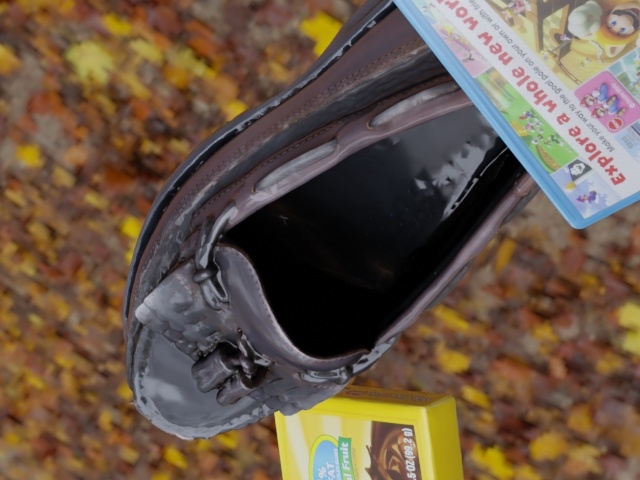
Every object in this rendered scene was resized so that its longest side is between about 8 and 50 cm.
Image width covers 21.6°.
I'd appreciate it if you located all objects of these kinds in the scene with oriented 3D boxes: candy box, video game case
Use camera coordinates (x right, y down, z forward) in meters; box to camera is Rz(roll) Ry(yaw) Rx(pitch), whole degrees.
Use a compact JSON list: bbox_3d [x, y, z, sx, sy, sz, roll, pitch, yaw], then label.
[{"bbox_3d":[0.031,0.172,0.812,0.105,0.027,0.206,1,102,47],"label":"candy box"},{"bbox_3d":[0.116,-0.079,0.474,0.166,0.015,0.119,-29,127,20],"label":"video game case"}]

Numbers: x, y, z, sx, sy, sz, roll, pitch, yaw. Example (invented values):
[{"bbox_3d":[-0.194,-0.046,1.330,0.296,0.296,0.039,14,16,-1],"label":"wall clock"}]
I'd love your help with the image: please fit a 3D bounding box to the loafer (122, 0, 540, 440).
[{"bbox_3d":[0.000,0.000,0.658,0.109,0.095,0.302,30,130,-16],"label":"loafer"}]
